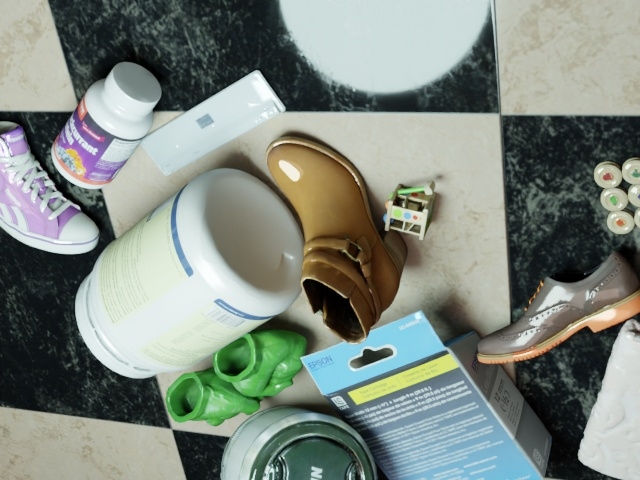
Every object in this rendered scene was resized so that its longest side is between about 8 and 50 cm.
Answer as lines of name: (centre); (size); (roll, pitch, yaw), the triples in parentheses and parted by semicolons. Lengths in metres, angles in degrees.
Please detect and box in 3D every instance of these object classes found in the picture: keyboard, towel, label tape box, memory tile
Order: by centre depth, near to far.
memory tile: (0.447, -0.063, 1.330); (0.148, 0.012, 0.113); (-9, 118, 26)
towel: (0.559, 0.263, 1.448); (0.316, 0.053, 0.332); (13, 136, 12)
keyboard: (-0.167, -0.173, 1.509); (0.256, 0.014, 0.072); (-24, 105, 33)
label tape box: (0.170, 0.256, 1.596); (0.249, 0.115, 0.348); (-26, 107, 33)

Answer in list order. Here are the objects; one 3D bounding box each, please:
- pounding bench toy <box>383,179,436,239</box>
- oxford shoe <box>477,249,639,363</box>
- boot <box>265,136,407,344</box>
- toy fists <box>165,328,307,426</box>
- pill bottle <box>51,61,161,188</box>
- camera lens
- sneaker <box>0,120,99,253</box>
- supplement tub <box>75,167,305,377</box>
pounding bench toy: (0.128, -0.055, 1.440); (0.065, 0.052, 0.083); (15, 126, 13)
oxford shoe: (0.335, 0.099, 1.448); (0.271, 0.097, 0.098); (-28, 91, 27)
boot: (0.000, 0.000, 1.422); (0.109, 0.220, 0.283); (-29, 108, 35)
toy fists: (-0.131, 0.233, 1.678); (0.279, 0.142, 0.096); (-42, 63, 36)
pill bottle: (-0.319, -0.175, 1.506); (0.108, 0.108, 0.193); (40, 127, -7)
camera lens: (-0.042, 0.385, 1.631); (0.219, 0.219, 0.274); (41, 167, -7)
sneaker: (-0.479, -0.095, 1.632); (0.282, 0.102, 0.161); (28, 125, 3)
supplement tub: (-0.204, 0.061, 1.536); (0.324, 0.235, 0.235); (-32, 106, 35)
